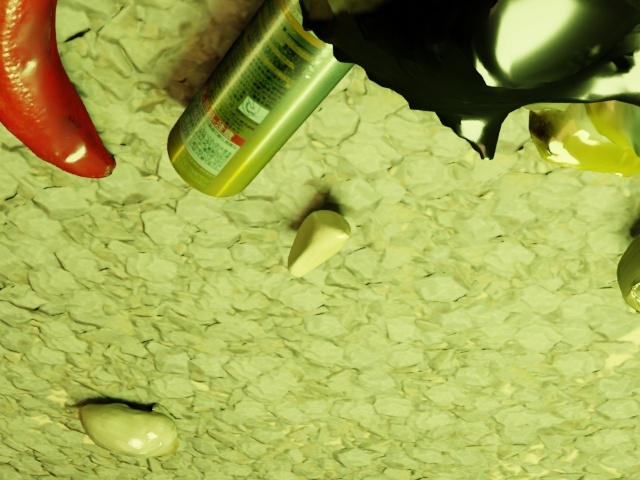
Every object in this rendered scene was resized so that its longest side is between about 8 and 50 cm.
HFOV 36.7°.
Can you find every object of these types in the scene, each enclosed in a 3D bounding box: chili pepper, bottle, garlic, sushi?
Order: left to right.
[{"bbox_3d":[-0.209,-0.177,0.722,0.137,0.092,0.368,-11,150,-24],"label":"chili pepper"},{"bbox_3d":[-0.249,0.243,1.216,0.152,0.066,0.084,19,140,-18],"label":"garlic"},{"bbox_3d":[-0.020,-0.141,0.724,0.082,0.082,0.286,26,137,-21],"label":"bottle"},{"bbox_3d":[-0.001,0.000,0.908,0.041,0.053,0.083,29,129,-21],"label":"garlic"},{"bbox_3d":[0.181,-0.174,0.476,0.285,0.329,0.328,32,123,-24],"label":"sushi"}]

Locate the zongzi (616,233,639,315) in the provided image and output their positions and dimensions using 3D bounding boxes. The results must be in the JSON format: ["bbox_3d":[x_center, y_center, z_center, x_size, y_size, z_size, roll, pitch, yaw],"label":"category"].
[{"bbox_3d":[0.320,-0.018,0.804,0.194,0.099,0.197,-30,130,27],"label":"zongzi"}]
